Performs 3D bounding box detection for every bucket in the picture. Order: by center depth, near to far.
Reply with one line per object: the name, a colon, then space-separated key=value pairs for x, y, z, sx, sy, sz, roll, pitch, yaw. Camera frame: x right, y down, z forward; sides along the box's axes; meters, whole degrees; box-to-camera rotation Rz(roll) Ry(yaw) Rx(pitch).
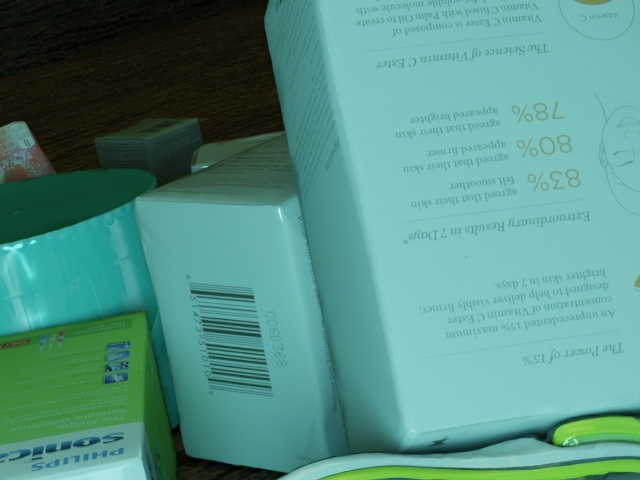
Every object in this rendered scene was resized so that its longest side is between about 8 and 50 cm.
bucket: x=-0.231 y=0.058 z=1.309 sx=0.281 sy=0.183 sz=0.281 roll=-10 pitch=16 yaw=3

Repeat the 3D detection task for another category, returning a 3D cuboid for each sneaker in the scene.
sneaker: x=0.071 y=0.178 z=0.829 sx=0.300 sy=0.111 sz=0.121 roll=-14 pitch=36 yaw=-5

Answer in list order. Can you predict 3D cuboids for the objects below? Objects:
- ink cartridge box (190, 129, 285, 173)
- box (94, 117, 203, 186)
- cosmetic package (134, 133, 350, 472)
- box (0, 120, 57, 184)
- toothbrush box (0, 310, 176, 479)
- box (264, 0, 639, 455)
ink cartridge box: x=-0.038 y=-0.004 z=1.411 sx=0.127 sy=0.175 sz=0.072 roll=-10 pitch=16 yaw=3
box: x=-0.216 y=-0.105 z=2.034 sx=0.102 sy=0.087 sz=0.101 roll=2 pitch=20 yaw=40
cosmetic package: x=0.056 y=0.008 z=1.248 sx=0.156 sy=0.217 sz=0.385 roll=3 pitch=20 yaw=40
box: x=-0.384 y=0.023 z=1.477 sx=0.300 sy=0.142 sz=0.154 roll=-32 pitch=-1 yaw=-43
toothbrush box: x=-0.206 y=0.161 z=1.052 sx=0.206 sy=0.122 sz=0.283 roll=-11 pitch=15 yaw=-3
box: x=0.105 y=-0.038 z=0.990 sx=0.215 sy=0.345 sz=0.168 roll=-7 pitch=-19 yaw=-12
